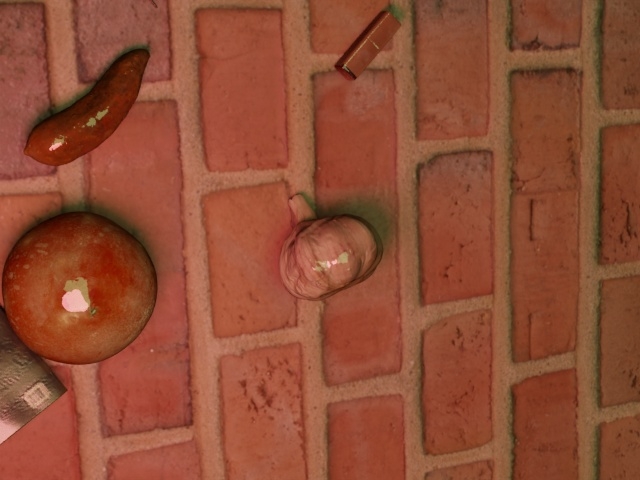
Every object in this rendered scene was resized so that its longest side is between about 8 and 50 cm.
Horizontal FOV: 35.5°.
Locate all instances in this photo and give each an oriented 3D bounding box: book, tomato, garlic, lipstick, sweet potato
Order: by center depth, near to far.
[{"bbox_3d":[-0.417,0.088,1.753,0.270,0.222,0.270,-4,102,-17],"label":"tomato"},{"bbox_3d":[-0.584,0.230,1.782,0.160,0.024,0.228,-39,95,-21],"label":"book"},{"bbox_3d":[-0.399,-0.229,1.782,0.292,0.097,0.097,-44,110,-17],"label":"sweet potato"},{"bbox_3d":[0.000,0.000,1.919,0.219,0.218,0.212,-25,77,-14],"label":"garlic"},{"bbox_3d":[0.092,-0.379,1.950,0.045,0.045,0.145,42,85,-18],"label":"lipstick"}]

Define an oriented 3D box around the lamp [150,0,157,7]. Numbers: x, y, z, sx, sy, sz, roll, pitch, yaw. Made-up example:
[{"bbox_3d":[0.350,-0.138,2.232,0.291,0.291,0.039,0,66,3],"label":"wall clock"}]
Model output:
[{"bbox_3d":[-0.269,-0.480,1.815,0.121,0.041,0.054,-41,101,-12],"label":"lamp"}]
